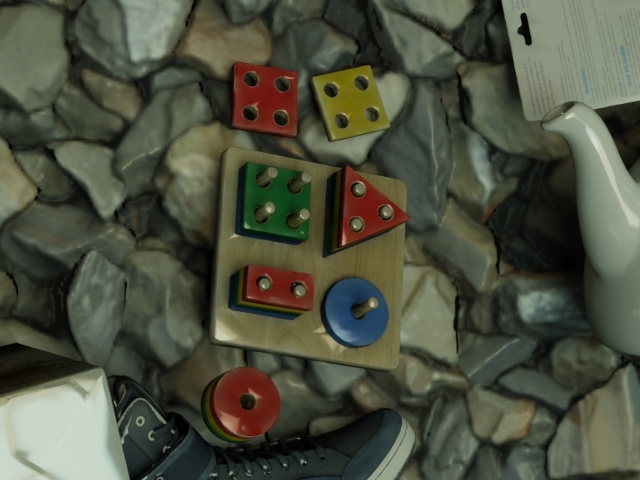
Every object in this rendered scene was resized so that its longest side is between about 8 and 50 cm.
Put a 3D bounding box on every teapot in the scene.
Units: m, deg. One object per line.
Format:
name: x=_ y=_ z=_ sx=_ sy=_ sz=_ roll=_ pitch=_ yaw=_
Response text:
teapot: x=0.303 y=-0.015 z=1.345 sx=0.256 sy=0.252 sz=0.187 roll=-3 pitch=96 yaw=-64

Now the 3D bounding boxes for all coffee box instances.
coffee box: x=-0.209 y=0.129 z=1.163 sx=0.141 sy=0.246 sz=0.098 roll=-14 pitch=95 yaw=-19

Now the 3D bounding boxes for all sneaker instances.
sneaker: x=-0.058 y=0.136 z=1.302 sx=0.226 sy=0.086 sz=0.163 roll=-34 pitch=105 yaw=-15

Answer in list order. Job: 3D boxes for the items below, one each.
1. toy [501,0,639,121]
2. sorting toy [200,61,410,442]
toy: x=0.250 y=-0.161 z=1.390 sx=0.237 sy=0.056 sz=0.137 roll=-12 pitch=71 yaw=8
sorting toy: x=0.000 y=0.000 z=1.299 sx=0.132 sy=0.046 sz=0.274 roll=11 pitch=70 yaw=-22
